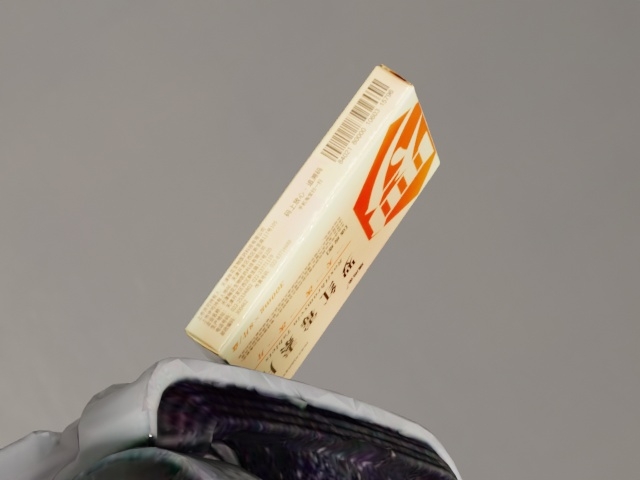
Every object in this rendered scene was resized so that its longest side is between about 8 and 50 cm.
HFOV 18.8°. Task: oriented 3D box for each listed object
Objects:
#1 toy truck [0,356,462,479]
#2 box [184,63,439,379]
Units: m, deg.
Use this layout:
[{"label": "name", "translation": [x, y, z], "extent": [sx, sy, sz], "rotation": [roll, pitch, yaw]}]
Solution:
[{"label": "toy truck", "translation": [-0.017, 0.214, 0.393], "extent": [0.178, 0.363, 0.176], "rotation": [-20, 157, 28]}, {"label": "box", "translation": [0.000, 0.000, 0.548], "extent": [0.093, 0.015, 0.058], "rotation": [-54, 158, -10]}]
